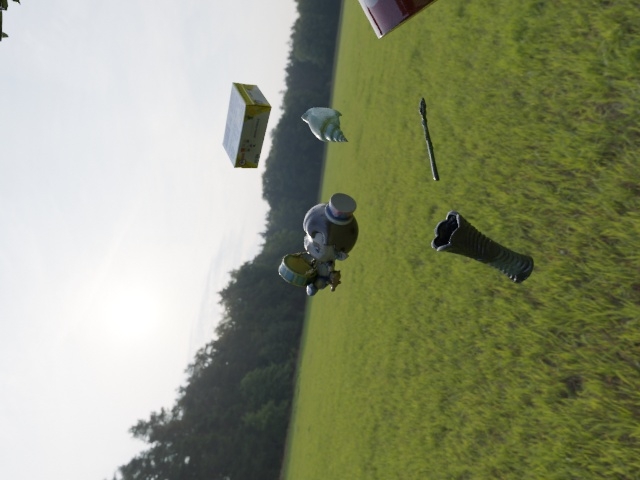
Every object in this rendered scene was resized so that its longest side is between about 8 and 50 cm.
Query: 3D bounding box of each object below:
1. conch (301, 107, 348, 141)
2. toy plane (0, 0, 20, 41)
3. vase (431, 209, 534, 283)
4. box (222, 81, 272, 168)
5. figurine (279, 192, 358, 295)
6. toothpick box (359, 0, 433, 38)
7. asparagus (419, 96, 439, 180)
[{"bbox_3d":[0.018,-0.321,1.153,0.065,0.180,0.088,-4,-51,-55],"label":"conch"},{"bbox_3d":[-0.768,-0.574,0.979,0.226,0.058,0.226,-57,22,35],"label":"toy plane"},{"bbox_3d":[0.410,0.024,1.043,0.115,0.237,0.115,-62,10,19],"label":"vase"},{"bbox_3d":[-0.275,-0.414,1.523,0.168,0.097,0.265,57,141,37],"label":"box"},{"bbox_3d":[0.007,0.001,1.064,0.161,0.158,0.275,46,120,44],"label":"figurine"},{"bbox_3d":[0.145,-0.692,0.993,0.333,0.204,0.204,56,-168,-16],"label":"toothpick box"},{"bbox_3d":[0.296,-0.276,1.136,0.022,0.023,0.233,-8,93,56],"label":"asparagus"}]
